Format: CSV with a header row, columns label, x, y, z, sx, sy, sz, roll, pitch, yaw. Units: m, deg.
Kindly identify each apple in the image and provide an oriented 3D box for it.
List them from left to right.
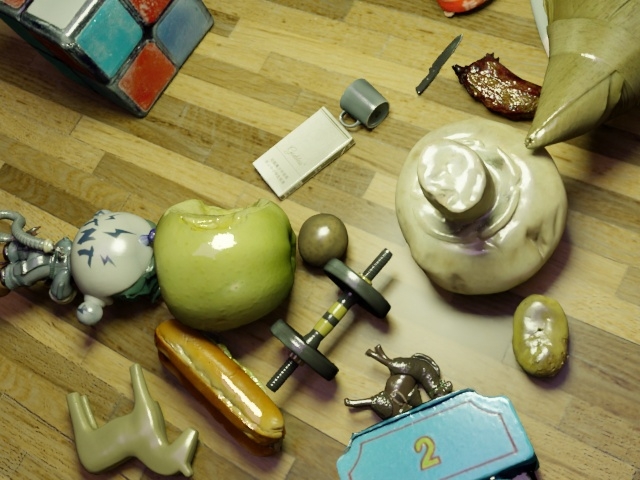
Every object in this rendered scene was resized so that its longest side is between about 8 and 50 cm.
label,x,y,z,sx,sy,sz,roll,pitch,yaw
apple,-0.175,0.040,1.224,0.279,0.279,0.279,-6,67,14

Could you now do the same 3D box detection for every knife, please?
label,x,y,z,sx,sy,sz,roll,pitch,yaw
knife,0.251,-0.374,1.404,0.023,0.010,0.170,35,79,19

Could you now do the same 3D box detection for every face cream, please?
label,x,y,z,sx,sy,sz,roll,pitch,yaw
face cream,0.476,-0.449,1.343,0.084,0.057,0.198,-8,68,1

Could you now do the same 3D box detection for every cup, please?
label,x,y,z,sx,sy,sz,roll,pitch,yaw
cup,0.086,-0.272,1.377,0.077,0.078,0.100,45,105,22

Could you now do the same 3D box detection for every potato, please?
label,x,y,z,sx,sy,sz,roll,pitch,yaw
potato,0.369,0.161,1.118,0.092,0.070,0.137,1,67,22

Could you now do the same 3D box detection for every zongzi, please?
label,x,y,z,sx,sy,sz,roll,pitch,yaw
zongzi,0.423,-0.436,1.167,0.467,0.218,0.499,-23,72,-21

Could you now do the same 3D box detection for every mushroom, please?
label,x,y,z,sx,sy,sz,roll,pitch,yaw
mushroom,0.253,-0.076,1.103,0.315,0.336,0.314,-4,78,18

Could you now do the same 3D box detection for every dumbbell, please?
label,x,y,z,sx,sy,sz,roll,pitch,yaw
dumbbell,0.018,0.140,1.187,0.143,0.143,0.325,38,82,25

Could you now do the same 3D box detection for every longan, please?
label,x,y,z,sx,sy,sz,roll,pitch,yaw
longan,0.000,0.000,1.281,0.119,0.106,0.106,-1,62,59

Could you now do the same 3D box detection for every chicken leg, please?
label,x,y,z,sx,sy,sz,roll,pitch,yaw
chicken leg,0.363,-0.299,1.313,0.234,0.063,0.105,41,89,24

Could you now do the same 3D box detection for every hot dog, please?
label,x,y,z,sx,sy,sz,roll,pitch,yaw
hot dog,-0.186,0.249,1.213,0.337,0.135,0.100,38,61,25

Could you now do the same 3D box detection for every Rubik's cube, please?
label,x,y,z,sx,sy,sz,roll,pitch,yaw
Rubik's cube,-0.491,-0.523,1.508,0.316,0.318,0.313,31,81,25

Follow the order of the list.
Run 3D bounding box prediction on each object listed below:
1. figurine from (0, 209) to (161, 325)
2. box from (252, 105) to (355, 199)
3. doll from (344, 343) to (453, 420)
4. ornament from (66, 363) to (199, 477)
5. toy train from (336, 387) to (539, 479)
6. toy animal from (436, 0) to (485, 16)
label,x,y,z,sx,sy,sz,roll,pitch,yaw
figurine,-0.483,0.051,1.351,0.382,0.186,0.261,-8,72,8
box,-0.036,-0.183,1.398,0.198,0.029,0.109,-38,64,0
doll,0.140,0.255,1.157,0.165,0.057,0.139,20,72,17
ornament,-0.348,0.360,1.249,0.230,0.061,0.244,-27,63,2
toy train,0.189,0.384,1.024,0.300,0.188,0.265,-25,59,8
toy animal,0.285,-0.580,1.391,0.171,0.171,0.197,-33,99,1
